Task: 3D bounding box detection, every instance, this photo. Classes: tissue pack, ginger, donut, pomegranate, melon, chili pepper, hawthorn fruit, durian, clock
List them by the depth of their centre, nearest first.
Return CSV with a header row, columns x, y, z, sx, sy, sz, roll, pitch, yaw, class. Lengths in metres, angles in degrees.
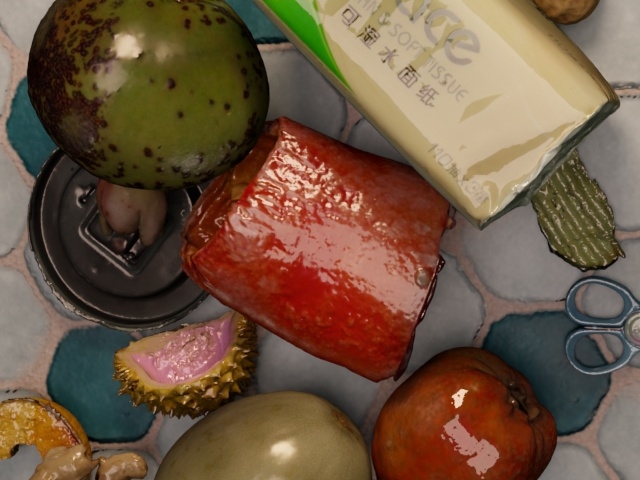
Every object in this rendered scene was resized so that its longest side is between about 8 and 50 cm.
x,y,z,sx,sy,sz,roll,pitch,yaw,class
0.126,-0.227,1.449,0.205,0.332,0.405,-45,83,15,tissue pack
-0.212,-0.145,1.545,0.285,0.285,0.340,22,121,7,pomegranate
0.000,0.000,1.555,0.305,0.229,0.251,25,119,-7,chili pepper
0.152,0.260,1.599,0.210,0.210,0.262,47,112,1,hawthorn fruit
-0.076,0.323,1.622,0.272,0.272,0.308,36,132,4,melon
-0.165,0.165,1.687,0.182,0.165,0.132,-14,70,-23,durian
-0.246,-0.021,1.708,0.281,0.055,0.280,2,99,11,clock
-0.267,0.337,1.714,0.259,0.065,0.149,5,110,-17,ginger
-0.379,0.287,1.773,0.181,0.078,0.146,45,102,7,donut

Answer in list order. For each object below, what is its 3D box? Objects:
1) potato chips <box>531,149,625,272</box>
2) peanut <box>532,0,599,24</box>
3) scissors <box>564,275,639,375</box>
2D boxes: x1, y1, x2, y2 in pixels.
x,y,z,sx,sy,sz,roll,pitch,yaw,class
0.300,-0.055,1.608,0.092,0.028,0.207,-26,92,14,potato chips
0.260,-0.361,1.535,0.108,0.095,0.226,-18,94,10,peanut
0.431,0.109,1.607,0.256,0.030,0.125,1,100,13,scissors
